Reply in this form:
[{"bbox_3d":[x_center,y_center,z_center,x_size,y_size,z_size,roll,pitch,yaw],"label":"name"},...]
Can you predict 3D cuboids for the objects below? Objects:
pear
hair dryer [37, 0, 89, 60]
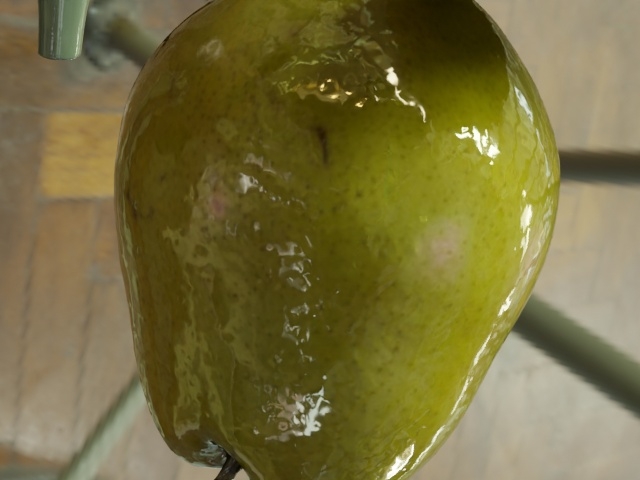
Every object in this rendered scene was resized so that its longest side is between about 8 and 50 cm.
[{"bbox_3d":[0.005,-0.007,1.103,0.285,0.285,0.336,49,39,-49],"label":"pear"},{"bbox_3d":[-0.288,-0.268,1.685,0.088,0.225,0.219,-106,-178,-75],"label":"hair dryer"}]
